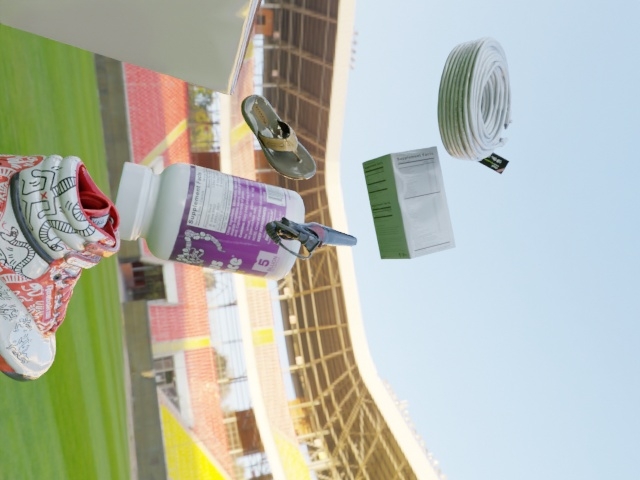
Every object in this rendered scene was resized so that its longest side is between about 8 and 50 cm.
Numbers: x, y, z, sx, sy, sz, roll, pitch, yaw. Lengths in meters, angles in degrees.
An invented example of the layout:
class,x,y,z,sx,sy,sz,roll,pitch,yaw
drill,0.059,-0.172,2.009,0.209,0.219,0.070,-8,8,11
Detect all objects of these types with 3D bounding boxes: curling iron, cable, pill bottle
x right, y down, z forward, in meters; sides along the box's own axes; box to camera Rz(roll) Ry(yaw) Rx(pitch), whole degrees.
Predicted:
class,x,y,z,sx,sy,sz,roll,pitch,yaw
curling iron,0.000,0.000,0.793,0.068,0.274,0.035,38,-80,17
cable,0.329,-0.298,1.199,0.089,0.257,0.257,11,-59,33
pill bottle,-0.193,-0.036,0.961,0.169,0.302,0.169,-168,-90,-70

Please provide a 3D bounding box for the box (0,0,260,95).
class,x,y,z,sx,sy,sz,roll,pitch,yaw
box,-0.074,-0.258,0.262,0.345,0.168,0.215,144,-39,-70

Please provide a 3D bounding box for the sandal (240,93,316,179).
class,x,y,z,sx,sy,sz,roll,pitch,yaw
sandal,-0.073,-0.182,0.978,0.180,0.072,0.049,55,-26,-1

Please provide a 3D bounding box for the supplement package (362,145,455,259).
class,x,y,z,sx,sy,sz,roll,pitch,yaw
supplement package,0.208,-0.087,1.339,0.134,0.139,0.244,-5,-84,65

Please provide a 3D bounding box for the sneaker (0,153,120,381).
class,x,y,z,sx,sy,sz,roll,pitch,yaw
sneaker,-0.276,0.037,0.583,0.090,0.145,0.270,-109,-165,-56

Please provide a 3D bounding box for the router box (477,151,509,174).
class,x,y,z,sx,sy,sz,roll,pitch,yaw
router box,0.401,-0.204,1.373,0.038,0.092,0.122,-61,179,15
